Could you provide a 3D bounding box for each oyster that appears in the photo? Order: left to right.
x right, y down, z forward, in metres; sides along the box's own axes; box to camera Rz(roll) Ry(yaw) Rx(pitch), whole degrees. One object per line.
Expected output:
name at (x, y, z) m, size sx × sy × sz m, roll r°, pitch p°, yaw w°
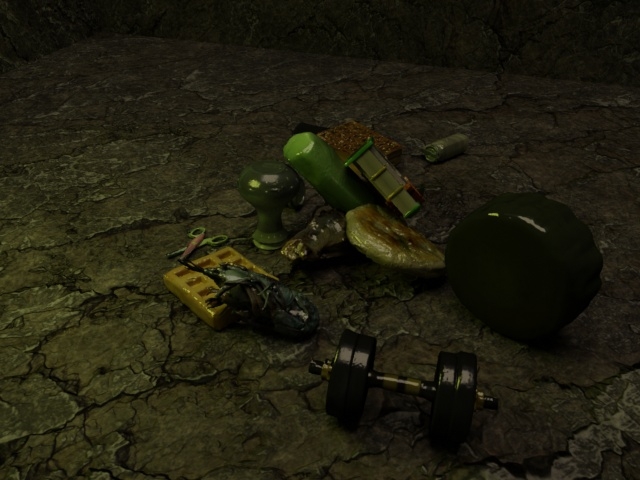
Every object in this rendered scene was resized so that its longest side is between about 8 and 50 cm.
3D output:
oyster at (-0.007, -0.004, 1.711) m, size 0.197 × 0.133 × 0.337 m, roll 14°, pitch 29°, yaw 30°

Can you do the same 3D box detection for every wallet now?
wallet at (0.026, -0.451, 2.502) m, size 0.285 × 0.030 × 0.146 m, roll 11°, pitch 36°, yaw 13°

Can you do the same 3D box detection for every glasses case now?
glasses case at (0.127, -0.205, 2.022) m, size 0.173 × 0.141 × 0.371 m, roll -23°, pitch 41°, yaw -34°

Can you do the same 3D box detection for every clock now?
clock at (0.196, -0.180, 1.775) m, size 0.255 × 0.106 × 0.220 m, roll 48°, pitch 13°, yaw -6°

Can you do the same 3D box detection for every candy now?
candy at (0.031, -0.182, 1.784) m, size 0.132 × 0.343 × 0.142 m, roll -19°, pitch 44°, yaw 35°

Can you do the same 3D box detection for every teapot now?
teapot at (-0.152, -0.104, 1.741) m, size 0.183 × 0.251 × 0.183 m, roll 1°, pitch 32°, yaw -1°
teapot at (0.496, -0.379, 2.381) m, size 0.200 × 0.077 × 0.107 m, roll -24°, pitch 38°, yaw -35°

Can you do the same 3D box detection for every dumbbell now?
dumbbell at (0.166, 0.296, 1.207) m, size 0.388 × 0.185 × 0.185 m, roll 10°, pitch 33°, yaw 10°

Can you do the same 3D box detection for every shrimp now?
shrimp at (-0.164, 0.129, 1.394) m, size 0.372 × 0.172 × 0.137 m, roll 18°, pitch 61°, yaw -17°

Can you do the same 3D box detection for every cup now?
cup at (-0.130, -0.165, 1.979) m, size 0.141 × 0.120 × 0.120 m, roll 0°, pitch 30°, yaw 22°

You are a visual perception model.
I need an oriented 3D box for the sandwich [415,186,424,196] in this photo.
sandwich at (0.294, -0.170, 2.040) m, size 0.074 × 0.074 × 0.116 m, roll -18°, pitch 38°, yaw -30°

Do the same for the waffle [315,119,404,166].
waffle at (0.146, -0.355, 2.280) m, size 0.212 × 0.091 × 0.308 m, roll -29°, pitch 47°, yaw -30°

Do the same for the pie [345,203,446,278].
pie at (0.217, 0.003, 1.672) m, size 0.337 × 0.075 × 0.337 m, roll 22°, pitch 24°, yaw -10°

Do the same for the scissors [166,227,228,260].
scissors at (-0.377, 0.012, 1.754) m, size 0.133 × 0.020 × 0.187 m, roll 16°, pitch 33°, yaw 26°

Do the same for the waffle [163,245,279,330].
waffle at (-0.262, 0.118, 1.565) m, size 0.221 × 0.055 × 0.247 m, roll -26°, pitch 43°, yaw -37°

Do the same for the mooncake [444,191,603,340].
mooncake at (0.496, 0.058, 1.449) m, size 0.356 × 0.357 × 0.194 m, roll 29°, pitch 44°, yaw 35°
